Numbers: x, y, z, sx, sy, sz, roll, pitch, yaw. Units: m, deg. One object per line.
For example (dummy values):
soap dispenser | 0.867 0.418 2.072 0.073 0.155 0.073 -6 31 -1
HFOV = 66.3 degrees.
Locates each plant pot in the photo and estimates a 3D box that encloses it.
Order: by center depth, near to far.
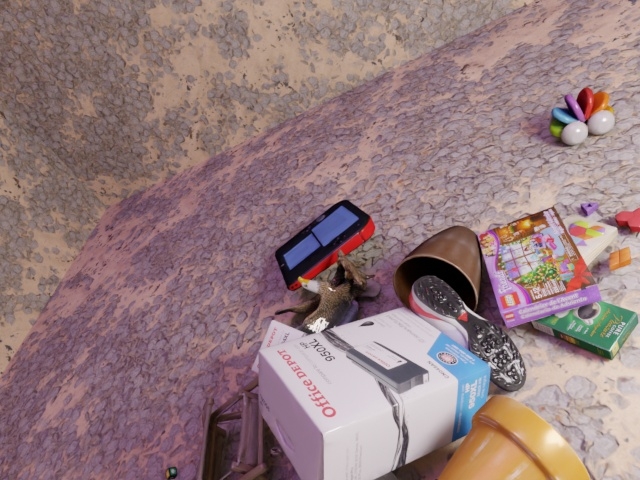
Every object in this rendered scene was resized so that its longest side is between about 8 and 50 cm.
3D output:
plant pot | 0.305 0.404 0.829 0.188 0.205 0.205 -34 32 -17
plant pot | 0.333 0.064 1.279 0.215 0.215 0.230 -3 31 38

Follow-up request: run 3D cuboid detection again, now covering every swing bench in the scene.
swing bench | -0.202 0.508 1.194 0.254 0.165 0.253 -26 35 13

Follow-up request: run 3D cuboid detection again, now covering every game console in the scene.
game console | 0.000 0.000 1.667 0.342 0.060 0.386 -34 18 -1

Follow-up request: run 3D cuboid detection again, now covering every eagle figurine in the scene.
eagle figurine | 0.013 0.180 1.441 0.298 0.225 0.226 -59 -15 16

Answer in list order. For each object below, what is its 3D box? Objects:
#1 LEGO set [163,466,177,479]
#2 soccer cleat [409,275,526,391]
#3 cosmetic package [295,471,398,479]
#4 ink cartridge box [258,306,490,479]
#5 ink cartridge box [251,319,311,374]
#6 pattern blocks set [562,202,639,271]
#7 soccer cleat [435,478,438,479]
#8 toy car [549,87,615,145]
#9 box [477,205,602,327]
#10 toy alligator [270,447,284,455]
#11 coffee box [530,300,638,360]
LEGO set | -0.367 0.665 1.132 0.182 0.060 0.245 21 95 51
soccer cleat | 0.329 0.219 1.126 0.108 0.116 0.318 -32 62 -24
cosmetic package | 0.031 0.521 1.016 0.238 0.127 0.107 -41 34 -7
ink cartridge box | 0.102 0.310 1.019 0.394 0.166 0.285 -11 24 -28
ink cartridge box | -0.060 0.316 1.289 0.203 0.086 0.148 17 78 25
pattern blocks set | 0.619 0.005 1.206 0.325 0.026 0.285 -42 30 -23
soccer cleat | 0.245 0.493 0.928 0.178 0.060 0.072 -22 37 13
toy car | 0.785 -0.389 1.488 0.181 0.136 0.159 -22 36 18
box | 0.499 0.055 1.153 0.200 0.057 0.293 -23 32 21
toy alligator | -0.024 0.495 1.099 0.056 0.189 0.051 -142 63 -71
coffee box | 0.566 0.174 1.064 0.113 0.040 0.184 -45 34 -18
